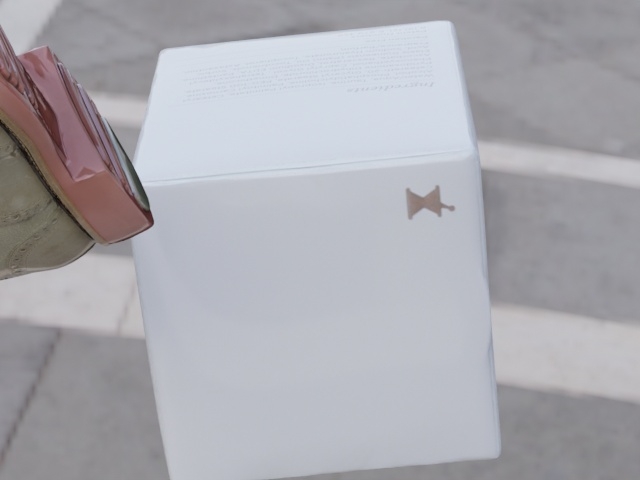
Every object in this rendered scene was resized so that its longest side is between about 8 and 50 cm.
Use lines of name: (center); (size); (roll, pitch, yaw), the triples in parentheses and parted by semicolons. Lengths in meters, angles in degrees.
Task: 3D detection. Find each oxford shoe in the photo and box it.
oxford shoe: (-0.233, -0.076, 1.091); (0.146, 0.397, 0.140); (-30, 54, 5)

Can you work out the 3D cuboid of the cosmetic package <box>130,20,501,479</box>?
cosmetic package: (0.000, 0.000, 1.961); (0.327, 0.329, 0.393); (-5, 24, 2)
